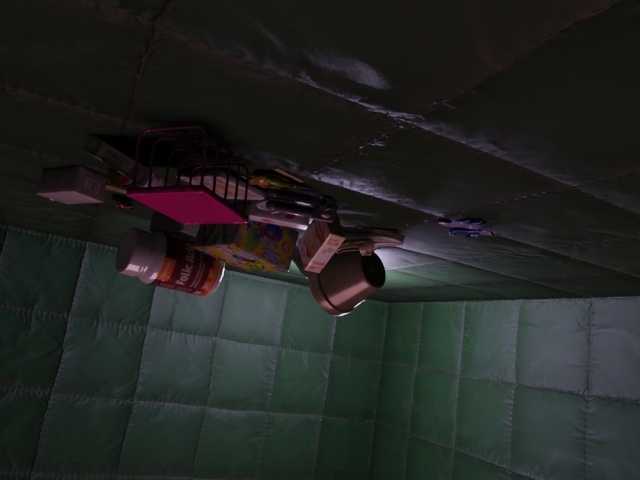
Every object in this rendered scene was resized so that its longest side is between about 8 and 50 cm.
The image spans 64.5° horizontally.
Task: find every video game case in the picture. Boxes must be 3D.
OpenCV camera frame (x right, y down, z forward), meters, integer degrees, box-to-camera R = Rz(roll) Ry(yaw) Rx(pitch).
[{"bbox_3d":[-0.314,-0.176,1.642,0.206,0.026,0.227,5,168,37],"label":"video game case"}]

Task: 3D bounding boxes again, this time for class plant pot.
[{"bbox_3d":[0.147,0.173,2.442,0.280,0.323,0.323,-25,149,38],"label":"plant pot"}]

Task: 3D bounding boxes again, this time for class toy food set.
[{"bbox_3d":[-0.156,-0.174,1.550,0.192,0.039,0.132,-3,164,43],"label":"toy food set"}]

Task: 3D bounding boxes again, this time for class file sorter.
[{"bbox_3d":[-0.332,-0.166,1.347,0.202,0.182,0.290,0,167,13],"label":"file sorter"}]

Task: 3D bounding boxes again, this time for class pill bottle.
[{"bbox_3d":[-0.618,0.088,2.103,0.392,0.224,0.224,20,164,-39],"label":"pill bottle"}]

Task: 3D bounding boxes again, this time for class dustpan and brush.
[{"bbox_3d":[-0.100,-0.114,1.728,0.211,0.060,0.147,-10,-178,-25],"label":"dustpan and brush"}]

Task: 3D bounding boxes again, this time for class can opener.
[{"bbox_3d":[-0.064,-0.112,1.622,0.283,0.076,0.095,8,180,-41],"label":"can opener"}]

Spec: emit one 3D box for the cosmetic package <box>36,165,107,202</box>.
[{"bbox_3d":[-0.888,-0.195,1.819,0.237,0.107,0.127,4,168,32],"label":"cosmetic package"}]

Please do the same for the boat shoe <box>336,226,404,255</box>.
[{"bbox_3d":[0.183,0.011,2.022,0.302,0.103,0.113,4,167,21],"label":"boat shoe"}]

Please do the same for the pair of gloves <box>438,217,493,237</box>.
[{"bbox_3d":[0.505,-0.044,1.748,0.159,0.023,0.198,2,166,35],"label":"pair of gloves"}]

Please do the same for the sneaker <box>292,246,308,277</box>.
[{"bbox_3d":[-0.081,0.107,2.562,0.222,0.083,0.118,48,-174,14],"label":"sneaker"}]

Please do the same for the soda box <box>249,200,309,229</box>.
[{"bbox_3d":[-0.148,-0.096,1.841,0.216,0.069,0.074,10,168,-7],"label":"soda box"}]

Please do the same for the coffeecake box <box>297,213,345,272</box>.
[{"bbox_3d":[0.000,0.000,1.807,0.068,0.142,0.185,15,127,-29],"label":"coffeecake box"}]

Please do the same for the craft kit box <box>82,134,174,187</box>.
[{"bbox_3d":[-0.520,-0.187,1.482,0.246,0.061,0.250,34,176,18],"label":"craft kit box"}]

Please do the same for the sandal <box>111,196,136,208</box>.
[{"bbox_3d":[-0.821,-0.148,2.129,0.067,0.040,0.179,8,168,1],"label":"sandal"}]

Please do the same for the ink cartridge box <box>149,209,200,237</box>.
[{"bbox_3d":[-0.568,-0.055,2.211,0.196,0.114,0.273,1,165,29],"label":"ink cartridge box"}]

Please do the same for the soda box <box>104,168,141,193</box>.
[{"bbox_3d":[-0.647,-0.189,1.765,0.181,0.061,0.058,15,166,-26],"label":"soda box"}]

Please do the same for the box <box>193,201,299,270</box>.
[{"bbox_3d":[-0.296,-0.002,2.033,0.279,0.177,0.290,-3,155,45],"label":"box"}]
